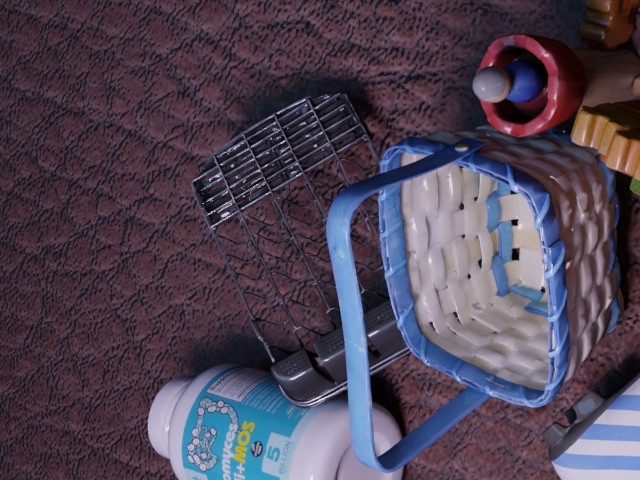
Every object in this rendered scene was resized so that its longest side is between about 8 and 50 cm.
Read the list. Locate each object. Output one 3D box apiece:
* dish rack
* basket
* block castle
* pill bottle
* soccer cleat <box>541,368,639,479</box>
[{"bbox_3d":[0.000,0.000,1.794,0.208,0.074,0.271,-30,67,7],"label":"dish rack"},{"bbox_3d":[0.123,0.036,1.574,0.201,0.289,0.255,17,122,38],"label":"basket"},{"bbox_3d":[0.339,-0.165,1.406,0.453,0.213,0.303,25,114,37],"label":"block castle"},{"bbox_3d":[-0.054,0.209,1.880,0.264,0.146,0.146,11,105,41],"label":"pill bottle"},{"bbox_3d":[0.330,0.128,1.551,0.143,0.116,0.331,47,129,7],"label":"soccer cleat"}]
